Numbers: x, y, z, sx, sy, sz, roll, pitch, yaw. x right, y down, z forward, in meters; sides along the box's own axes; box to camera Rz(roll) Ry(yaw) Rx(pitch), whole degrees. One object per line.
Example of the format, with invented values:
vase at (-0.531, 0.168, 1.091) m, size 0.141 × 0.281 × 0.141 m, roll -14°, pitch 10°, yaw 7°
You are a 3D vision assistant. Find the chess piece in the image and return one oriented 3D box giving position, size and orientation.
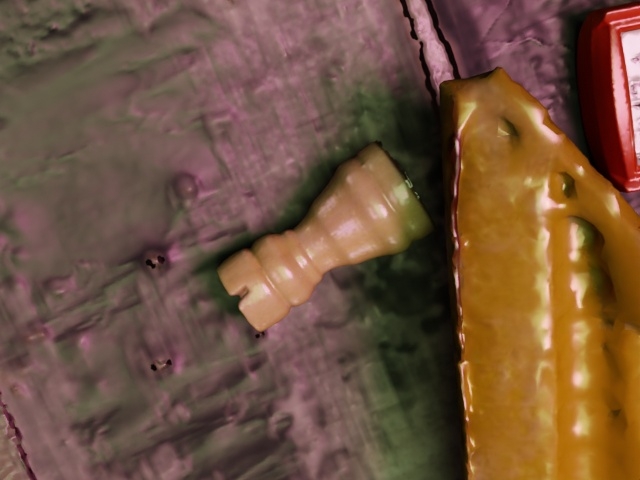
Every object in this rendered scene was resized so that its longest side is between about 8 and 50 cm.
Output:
chess piece at (0.000, 0.000, 0.635) m, size 0.122 × 0.066 × 0.066 m, roll -33°, pitch 106°, yaw 0°

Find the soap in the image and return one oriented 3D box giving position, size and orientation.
soap at (0.228, 0.059, 0.607) m, size 0.304 × 0.169 × 0.338 m, roll -4°, pitch 103°, yaw 8°

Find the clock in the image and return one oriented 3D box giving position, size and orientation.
clock at (0.240, -0.100, 0.672) m, size 0.155 × 0.061 × 0.113 m, roll -12°, pitch 104°, yaw -7°
